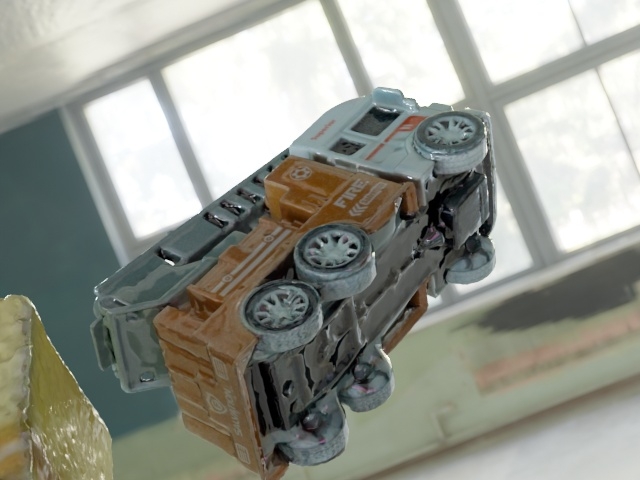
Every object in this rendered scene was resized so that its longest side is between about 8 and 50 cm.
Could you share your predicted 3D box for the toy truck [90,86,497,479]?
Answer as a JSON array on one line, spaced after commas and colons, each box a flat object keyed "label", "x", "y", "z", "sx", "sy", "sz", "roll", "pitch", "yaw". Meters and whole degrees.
[{"label": "toy truck", "x": 0.000, "y": 0.000, "z": 0.962, "sx": 0.184, "sy": 0.133, "sz": 0.338, "roll": 20, "pitch": 48, "yaw": 31}]

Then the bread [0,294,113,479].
[{"label": "bread", "x": -0.240, "y": 0.197, "z": 0.751, "sx": 0.236, "sy": 0.198, "sz": 0.263, "roll": -16, "pitch": 42, "yaw": 2}]
